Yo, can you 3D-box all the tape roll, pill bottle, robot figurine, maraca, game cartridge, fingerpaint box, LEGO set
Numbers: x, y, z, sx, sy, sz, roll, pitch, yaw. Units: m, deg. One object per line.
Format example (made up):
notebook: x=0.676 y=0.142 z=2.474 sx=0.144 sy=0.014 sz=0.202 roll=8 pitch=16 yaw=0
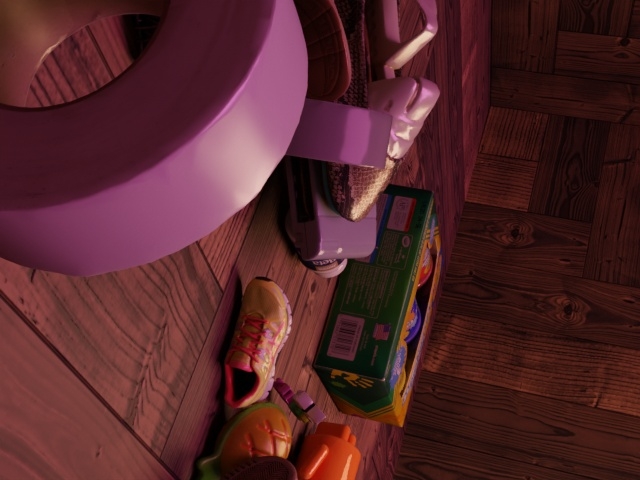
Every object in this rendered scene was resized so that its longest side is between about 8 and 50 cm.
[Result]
tape roll: x=-0.155 y=-0.125 z=0.607 sx=0.100 sy=0.286 sz=0.286 roll=65 pitch=38 yaw=-64
pill bottle: x=0.000 y=0.000 z=1.572 sx=0.169 sy=0.094 sz=0.094 roll=67 pitch=36 yaw=-62
robot figurine: x=0.004 y=0.476 z=1.841 sx=0.158 sy=0.128 sz=0.219 roll=127 pitch=-15 yaw=-57
maraca: x=-0.116 y=0.323 z=1.374 sx=0.186 sy=0.099 sz=0.127 roll=-40 pitch=123 yaw=-29
game cartridge: x=0.017 y=-0.118 z=1.425 sx=0.198 sy=0.062 sz=0.297 roll=-2 pitch=84 yaw=-55
fingerpaint box: x=0.151 y=0.152 z=2.070 sx=0.371 sy=0.163 sz=0.444 roll=69 pitch=35 yaw=-62
LEGO set: x=-0.073 y=0.274 z=1.510 sx=0.087 sy=0.093 sz=0.227 roll=-39 pitch=-178 yaw=-13
tape roll: x=-0.019 y=-0.143 z=1.185 sx=0.219 sy=0.219 sz=0.072 roll=-7 pitch=107 yaw=-74

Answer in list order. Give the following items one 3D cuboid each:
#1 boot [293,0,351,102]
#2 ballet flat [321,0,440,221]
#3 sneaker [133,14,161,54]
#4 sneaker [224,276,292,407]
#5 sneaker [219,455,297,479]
boot: x=-0.012 y=-0.323 z=1.212 sx=0.262 sy=0.095 sz=0.203 roll=63 pitch=22 yaw=-11
ballet flat: x=0.088 y=-0.275 z=1.356 sx=0.164 sy=0.182 sz=0.482 roll=19 pitch=66 yaw=-57
sneaker: x=-0.156 y=-0.237 z=0.895 sx=0.222 sy=0.083 sz=0.118 roll=31 pitch=71 yaw=-74
sneaker: x=-0.099 y=0.157 z=1.354 sx=0.094 sy=0.081 sz=0.208 roll=-26 pitch=125 yaw=-68
sneaker: x=-0.132 y=0.443 z=1.305 sx=0.282 sy=0.099 sz=0.153 roll=-45 pitch=148 yaw=-26
